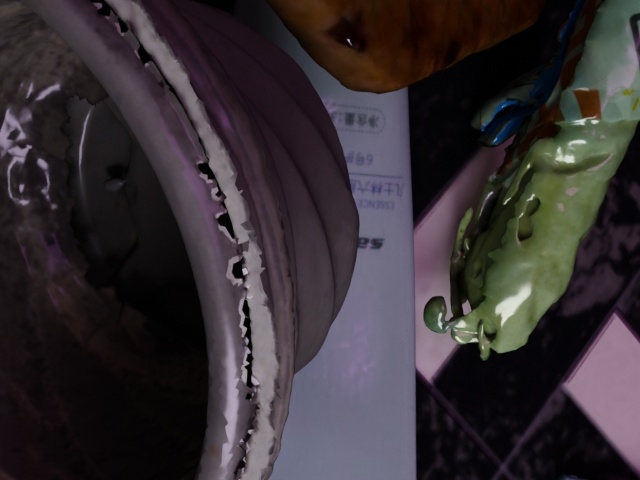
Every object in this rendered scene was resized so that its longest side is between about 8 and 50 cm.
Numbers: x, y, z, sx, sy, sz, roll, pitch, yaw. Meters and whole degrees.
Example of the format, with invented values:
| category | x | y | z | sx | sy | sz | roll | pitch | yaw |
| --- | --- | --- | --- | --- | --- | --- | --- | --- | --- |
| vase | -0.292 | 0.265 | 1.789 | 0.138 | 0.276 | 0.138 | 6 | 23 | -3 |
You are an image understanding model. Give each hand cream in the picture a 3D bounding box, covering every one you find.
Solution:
| category | x | y | z | sx | sy | sz | roll | pitch | yaw |
| --- | --- | --- | --- | --- | --- | --- | --- | --- | --- |
| hand cream | 0.000 | 0.000 | 0.551 | 0.109 | 0.067 | 0.321 | 3 | 83 | -30 |

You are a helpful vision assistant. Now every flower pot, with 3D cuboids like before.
| category | x | y | z | sx | sy | sz | roll | pitch | yaw |
| --- | --- | --- | --- | --- | --- | --- | --- | --- | --- |
| flower pot | -0.078 | -0.001 | 0.429 | 0.140 | 0.235 | 0.236 | -22 | 91 | -53 |

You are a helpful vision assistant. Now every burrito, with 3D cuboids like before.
| category | x | y | z | sx | sy | sz | roll | pitch | yaw |
| --- | --- | --- | --- | --- | --- | --- | --- | --- | --- |
| burrito | 0.122 | -0.084 | 0.585 | 0.054 | 0.104 | 0.288 | 23 | 95 | -17 |

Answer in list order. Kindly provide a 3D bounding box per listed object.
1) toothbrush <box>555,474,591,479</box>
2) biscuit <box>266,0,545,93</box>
| category | x | y | z | sx | sy | sz | roll | pitch | yaw |
| --- | --- | --- | --- | --- | --- | --- | --- | --- | --- |
| toothbrush | 0.186 | 0.132 | 0.651 | 0.167 | 0.011 | 0.014 | 14 | 69 | -27 |
| biscuit | 0.025 | -0.234 | 0.494 | 0.359 | 0.046 | 0.359 | -2 | 92 | -57 |
